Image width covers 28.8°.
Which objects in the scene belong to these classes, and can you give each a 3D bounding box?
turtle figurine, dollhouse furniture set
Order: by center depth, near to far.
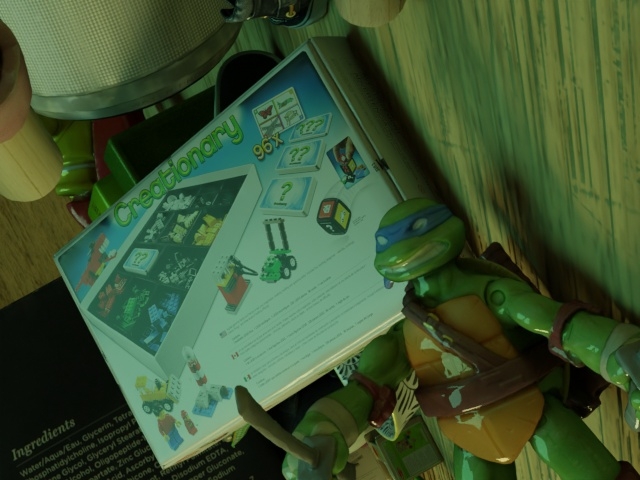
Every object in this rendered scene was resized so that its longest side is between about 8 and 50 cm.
[{"bbox_3d":[0.090,0.118,0.651,0.266,0.197,0.274,60,173,-10],"label":"turtle figurine"},{"bbox_3d":[-0.090,0.026,1.265,0.302,0.151,0.197,57,154,12],"label":"dollhouse furniture set"}]

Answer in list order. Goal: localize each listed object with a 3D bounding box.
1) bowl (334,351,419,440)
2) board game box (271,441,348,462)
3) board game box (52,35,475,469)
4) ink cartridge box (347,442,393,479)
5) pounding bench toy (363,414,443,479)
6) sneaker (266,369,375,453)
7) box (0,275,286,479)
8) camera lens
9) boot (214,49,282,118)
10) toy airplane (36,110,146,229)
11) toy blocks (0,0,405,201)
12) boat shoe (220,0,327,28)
[{"bbox_3d":[0.050,0.068,1.002,0.170,0.080,0.170,59,169,19],"label":"bowl"},{"bbox_3d":[-0.023,0.258,1.540,0.165,0.042,0.243,57,165,24],"label":"board game box"},{"bbox_3d":[-0.052,0.017,0.907,0.053,0.305,0.193,-15,-107,-56],"label":"board game box"},{"bbox_3d":[0.025,0.274,1.624,0.198,0.067,0.115,59,167,19],"label":"ink cartridge box"},{"bbox_3d":[0.089,0.224,1.261,0.083,0.052,0.065,62,169,0],"label":"pounding bench toy"},{"bbox_3d":[-0.052,0.095,1.389,0.350,0.131,0.148,50,168,49],"label":"sneaker"},{"bbox_3d":[-0.194,0.313,1.510,0.472,0.297,0.480,57,170,14],"label":"box"},{"bbox_3d":[-0.191,-0.249,0.977,0.219,0.219,0.274,49,163,49],"label":"camera lens"},{"bbox_3d":[-0.059,-0.017,1.084,0.176,0.088,0.244,86,-170,-67],"label":"boot"},{"bbox_3d":[-0.352,-0.195,1.684,0.386,0.272,0.384,54,-164,-36],"label":"toy airplane"},{"bbox_3d":[-0.139,-0.232,0.626,0.309,0.288,0.260,60,175,21],"label":"toy blocks"},{"bbox_3d":[-0.040,-0.174,0.828,0.065,0.083,0.183,62,169,2],"label":"boat shoe"}]
